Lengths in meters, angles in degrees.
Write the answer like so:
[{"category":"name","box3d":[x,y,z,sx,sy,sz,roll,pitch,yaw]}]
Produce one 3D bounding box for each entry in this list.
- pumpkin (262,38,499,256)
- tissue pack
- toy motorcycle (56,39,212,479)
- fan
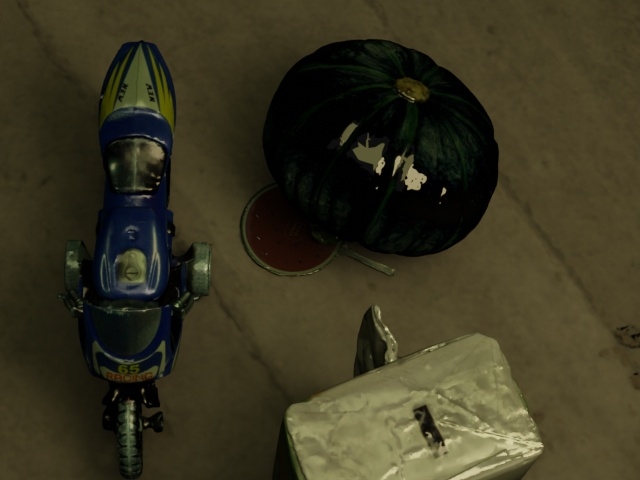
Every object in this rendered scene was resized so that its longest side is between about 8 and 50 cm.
[{"category":"pumpkin","box3d":[0.050,-0.073,1.321,0.194,0.150,0.194,2,61,-3]},{"category":"tissue pack","box3d":[0.041,0.141,1.196,0.159,0.229,0.145,-19,70,-11]},{"category":"toy motorcycle","box3d":[-0.137,0.012,1.264,0.113,0.169,0.315,1,69,-4]},{"category":"fan","box3d":[0.000,0.000,1.369,0.133,0.005,0.085,24,67,5]}]
